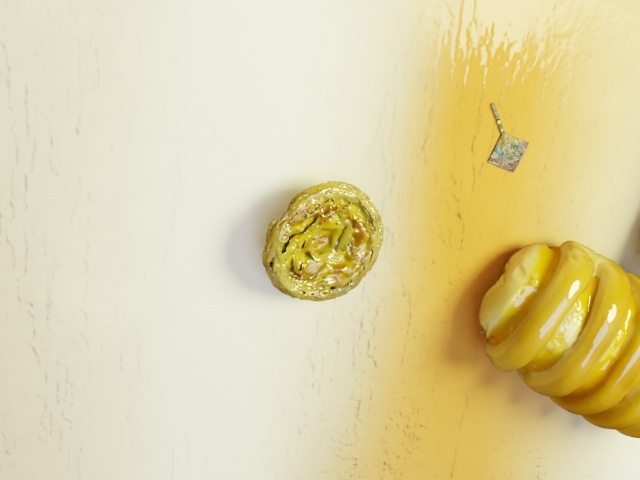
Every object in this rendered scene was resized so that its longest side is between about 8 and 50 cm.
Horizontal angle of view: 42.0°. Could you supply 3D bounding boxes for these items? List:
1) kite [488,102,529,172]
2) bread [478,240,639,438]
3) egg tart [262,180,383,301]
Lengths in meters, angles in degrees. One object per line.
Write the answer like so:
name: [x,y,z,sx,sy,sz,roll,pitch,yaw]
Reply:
kite: [0.184,-0.100,0.855,0.044,0.002,0.078,-46,119,5]
bread: [0.316,0.119,0.925,0.311,0.121,0.172,25,104,-24]
egg tart: [0.000,0.000,0.814,0.129,0.049,0.128,-10,117,-20]
